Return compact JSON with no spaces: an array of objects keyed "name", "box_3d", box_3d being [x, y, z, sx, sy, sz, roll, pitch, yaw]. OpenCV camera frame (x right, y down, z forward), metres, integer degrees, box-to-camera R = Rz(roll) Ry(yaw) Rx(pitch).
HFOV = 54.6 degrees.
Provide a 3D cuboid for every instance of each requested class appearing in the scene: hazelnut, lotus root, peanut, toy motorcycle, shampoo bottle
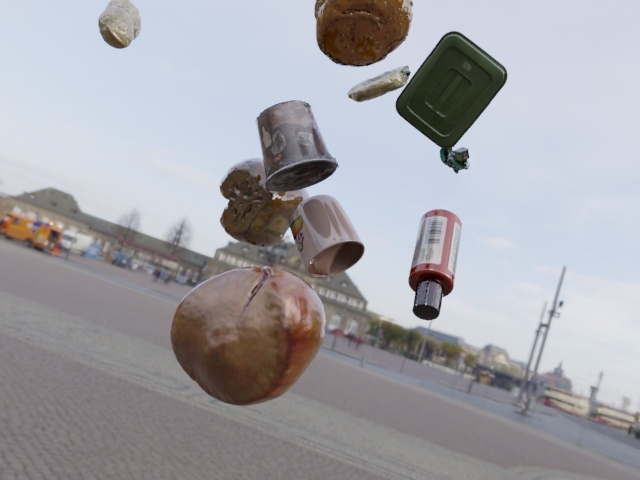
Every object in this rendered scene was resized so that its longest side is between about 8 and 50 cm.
[{"name":"hazelnut","box_3d":[-0.164,0.218,1.455,0.373,0.315,0.372,-2,-6,0]},{"name":"lotus root","box_3d":[-0.231,-0.135,2.067,0.316,0.315,0.250,17,4,13]},{"name":"peanut","box_3d":[-0.662,-0.716,2.057,0.136,0.120,0.298,40,20,-28]},{"name":"toy motorcycle","box_3d":[0.469,-0.298,2.200,0.173,0.058,0.100,-134,-156,-60]},{"name":"shampoo bottle","box_3d":[0.261,0.058,1.428,0.105,0.278,0.104,11,-40,9]}]

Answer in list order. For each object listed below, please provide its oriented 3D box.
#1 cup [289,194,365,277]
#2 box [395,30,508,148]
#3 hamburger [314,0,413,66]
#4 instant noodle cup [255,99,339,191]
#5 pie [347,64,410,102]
[{"name":"cup","box_3d":[0.000,0.000,1.925,0.192,0.200,0.252,-7,-35,-29]},{"name":"box","box_3d":[0.442,-0.502,2.051,0.253,0.328,0.178,41,33,5]},{"name":"hamburger","box_3d":[0.094,-0.529,1.417,0.245,0.211,0.260,11,-40,-22]},{"name":"instant noodle cup","box_3d":[-0.079,-0.273,1.791,0.218,0.207,0.217,-16,-14,-4]},{"name":"pie","box_3d":[0.168,-0.448,1.792,0.185,0.052,0.218,-18,18,22]}]
